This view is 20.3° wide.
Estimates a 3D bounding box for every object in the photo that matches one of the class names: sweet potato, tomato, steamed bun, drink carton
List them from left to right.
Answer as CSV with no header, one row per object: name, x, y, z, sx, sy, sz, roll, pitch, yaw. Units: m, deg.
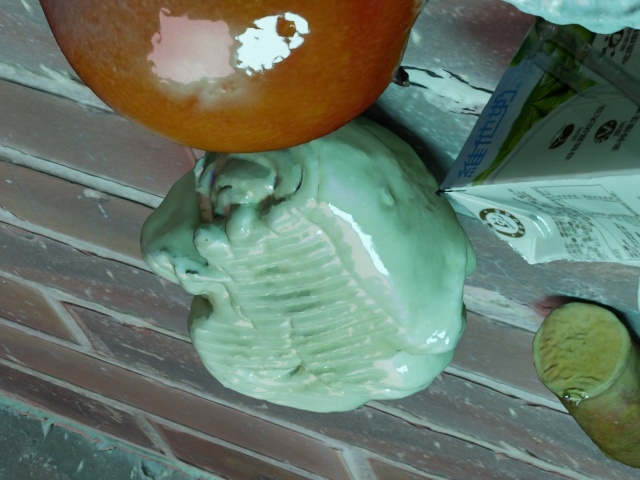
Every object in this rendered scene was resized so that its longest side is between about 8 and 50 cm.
tomato,-0.065,-0.222,1.342,0.321,0.321,0.321,23,158,10
steamed bun,0.000,0.000,1.869,0.339,0.247,0.352,-19,124,40
sweet potato,0.368,0.203,2.089,0.131,0.131,0.337,6,151,42
drink carton,0.262,-0.089,1.405,0.132,0.194,0.324,38,161,-24

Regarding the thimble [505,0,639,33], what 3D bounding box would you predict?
thimble,0.185,-0.247,1.201,0.205,0.172,0.250,37,155,-29

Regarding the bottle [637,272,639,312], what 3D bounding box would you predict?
bottle,0.434,0.057,1.707,0.245,0.104,0.104,15,156,28
